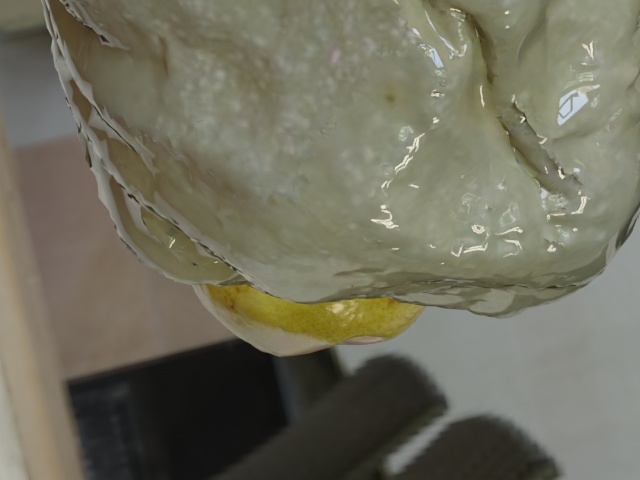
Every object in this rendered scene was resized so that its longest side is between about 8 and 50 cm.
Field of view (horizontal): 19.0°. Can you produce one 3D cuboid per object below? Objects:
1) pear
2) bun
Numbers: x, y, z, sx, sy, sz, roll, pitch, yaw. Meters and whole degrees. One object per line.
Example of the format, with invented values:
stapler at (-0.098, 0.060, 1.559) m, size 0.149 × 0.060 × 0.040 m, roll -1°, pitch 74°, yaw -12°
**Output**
pear at (0.000, 0.000, 1.231) m, size 0.178 × 0.178 × 0.178 m, roll 166°, pitch -90°, yaw -83°
bun at (0.014, -0.110, 0.607) m, size 0.281 × 0.204 × 0.282 m, roll 4°, pitch 90°, yaw -82°
